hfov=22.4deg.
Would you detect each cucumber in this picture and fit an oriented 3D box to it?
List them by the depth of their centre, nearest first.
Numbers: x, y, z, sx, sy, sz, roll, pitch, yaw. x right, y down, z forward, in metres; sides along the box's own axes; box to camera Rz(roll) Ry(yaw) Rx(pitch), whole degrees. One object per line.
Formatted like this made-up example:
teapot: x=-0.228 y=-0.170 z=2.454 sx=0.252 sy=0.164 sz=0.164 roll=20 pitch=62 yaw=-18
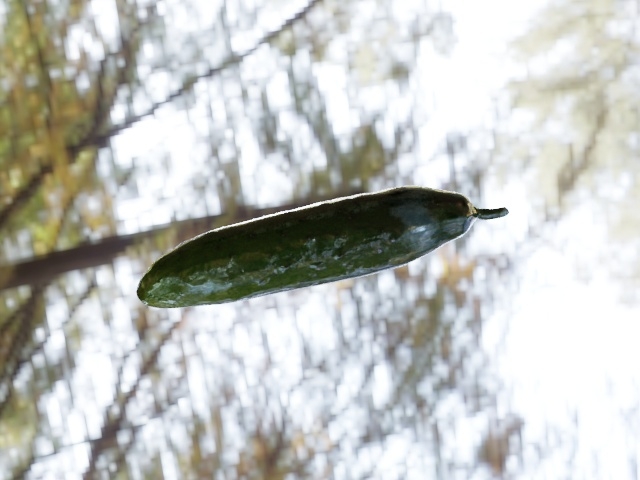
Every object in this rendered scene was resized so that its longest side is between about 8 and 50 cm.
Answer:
cucumber: x=0.000 y=0.000 z=1.054 sx=0.250 sy=0.056 sz=0.056 roll=-14 pitch=-157 yaw=-3
